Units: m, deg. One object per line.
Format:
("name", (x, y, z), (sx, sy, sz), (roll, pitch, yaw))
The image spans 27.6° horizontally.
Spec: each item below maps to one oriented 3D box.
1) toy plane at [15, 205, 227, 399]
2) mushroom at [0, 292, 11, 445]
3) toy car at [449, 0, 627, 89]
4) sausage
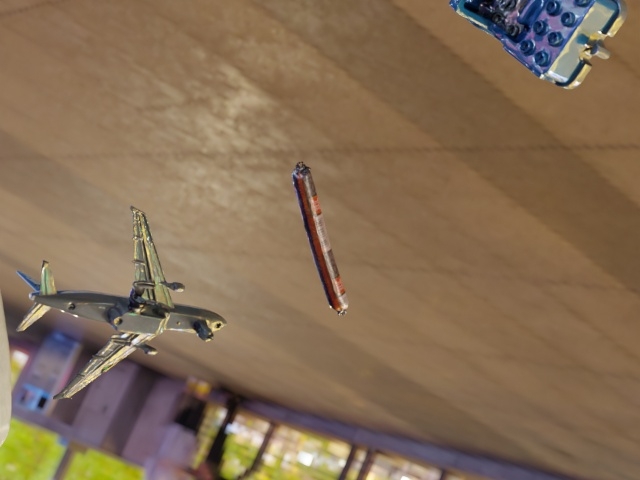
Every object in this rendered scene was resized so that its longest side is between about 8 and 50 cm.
("toy plane", (-0.190, 0.070, 1.292), (0.226, 0.226, 0.058), (15, -158, -25))
("mushroom", (-0.283, -0.051, 0.847), (0.177, 0.126, 0.397), (21, 131, 26))
("toy car", (0.183, -0.225, 1.192), (0.100, 0.097, 0.191), (12, -153, -47))
("sausage", (0.000, 0.000, 1.516), (0.025, 0.028, 0.198), (15, 127, 55))
